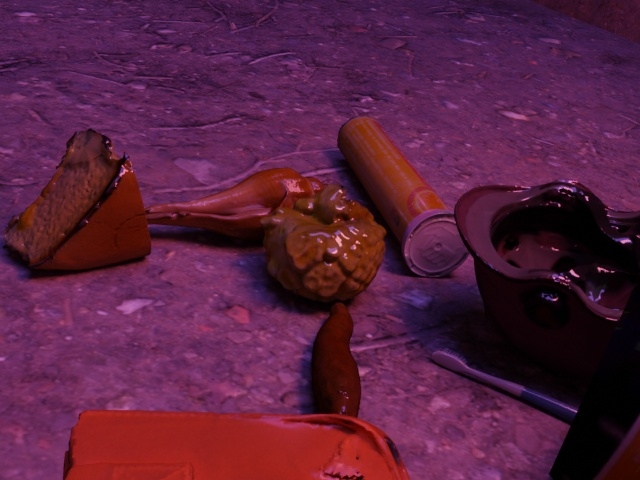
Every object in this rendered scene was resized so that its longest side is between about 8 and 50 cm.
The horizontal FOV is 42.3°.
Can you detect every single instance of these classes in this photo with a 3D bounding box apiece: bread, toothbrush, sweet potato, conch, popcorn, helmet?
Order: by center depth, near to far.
[{"bbox_3d":[0.016,0.141,0.949,0.057,0.057,0.264,9,26,-6],"label":"sweet potato"},{"bbox_3d":[0.262,0.190,0.993,0.276,0.019,0.025,23,22,20],"label":"toothbrush"},{"bbox_3d":[-0.311,-0.052,1.064,0.169,0.160,0.140,-13,37,-40],"label":"bread"},{"bbox_3d":[0.333,0.062,1.071,0.339,0.197,0.271,9,35,12],"label":"helmet"},{"bbox_3d":[-0.002,0.009,1.119,0.174,0.142,0.173,1,52,-2],"label":"popcorn"},{"bbox_3d":[-0.120,-0.040,1.213,0.331,0.093,0.109,-14,55,-15],"label":"conch"}]

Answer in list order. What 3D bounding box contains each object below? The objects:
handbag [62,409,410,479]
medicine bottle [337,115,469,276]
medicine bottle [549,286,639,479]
[{"bbox_3d":[-0.052,0.286,0.582,0.304,0.116,0.410,5,28,-14],"label":"handbag"},{"bbox_3d":[0.121,-0.094,1.379,0.108,0.108,0.426,3,28,-17],"label":"medicine bottle"},{"bbox_3d":[0.428,0.224,0.762,0.395,0.242,0.242,29,32,20],"label":"medicine bottle"}]
